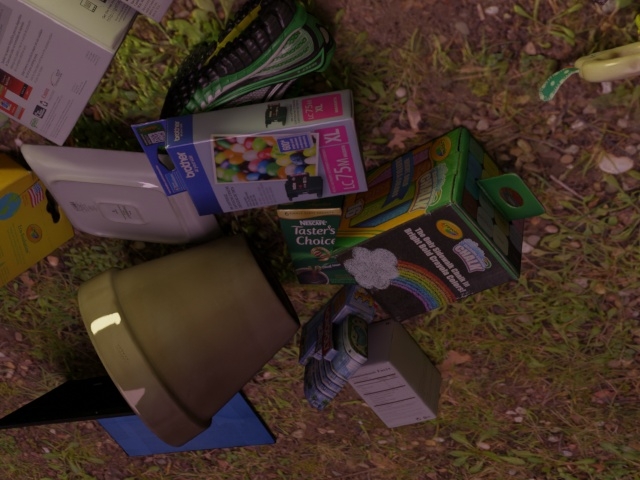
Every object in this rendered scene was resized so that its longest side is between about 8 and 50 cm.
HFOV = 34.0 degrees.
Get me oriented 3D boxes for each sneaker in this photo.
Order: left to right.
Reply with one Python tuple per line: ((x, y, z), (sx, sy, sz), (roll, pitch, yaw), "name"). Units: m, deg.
((-0.117, -0.210, 1.499), (0.146, 0.134, 0.344), (32, 138, -28), "sneaker")

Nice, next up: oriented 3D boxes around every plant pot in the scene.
((-0.200, 0.135, 1.750), (0.280, 0.323, 0.323), (-32, 125, 3), "plant pot")

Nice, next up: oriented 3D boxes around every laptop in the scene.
((-0.361, 0.389, 2.109), (0.382, 0.408, 0.236), (-10, 97, 23), "laptop")

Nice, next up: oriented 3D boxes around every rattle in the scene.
((0.362, -0.267, 1.364), (0.200, 0.130, 0.142), (3, 131, 51), "rattle")

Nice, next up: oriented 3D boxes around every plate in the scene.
((-0.319, -0.062, 1.703), (0.278, 0.045, 0.277), (6, 156, 10), "plate")

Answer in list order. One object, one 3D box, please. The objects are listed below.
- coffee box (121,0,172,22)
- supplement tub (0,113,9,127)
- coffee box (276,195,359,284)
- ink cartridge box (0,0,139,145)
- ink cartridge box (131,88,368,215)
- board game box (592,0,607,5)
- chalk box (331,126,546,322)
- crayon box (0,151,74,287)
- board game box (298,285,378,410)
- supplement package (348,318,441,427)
((-0.284, -0.427, 1.294), (0.297, 0.168, 0.119), (29, 134, -16), "coffee box")
((-0.549, -0.193, 1.672), (0.107, 0.071, 0.071), (-29, 122, 37), "supplement tub")
((0.000, 0.000, 1.747), (0.113, 0.040, 0.184), (0, 135, 14), "coffee box")
((-0.413, -0.299, 1.426), (0.272, 0.130, 0.309), (29, 152, -15), "ink cartridge box")
((-0.096, -0.117, 1.500), (0.311, 0.065, 0.185), (-6, 149, 6), "ink cartridge box")
((0.213, -0.421, 1.125), (0.291, 0.232, 0.141), (21, 135, -8), "board game box")
((0.191, -0.032, 1.569), (0.289, 0.179, 0.180), (-24, 124, 32), "chalk box")
((-0.571, -0.005, 1.747), (0.081, 0.318, 0.202), (33, 144, 28), "crayon box")
((0.034, 0.163, 1.829), (0.060, 0.194, 0.194), (28, 121, -15), "board game box")
((0.131, 0.244, 1.916), (0.105, 0.105, 0.179), (-18, 127, 29), "supplement package")
